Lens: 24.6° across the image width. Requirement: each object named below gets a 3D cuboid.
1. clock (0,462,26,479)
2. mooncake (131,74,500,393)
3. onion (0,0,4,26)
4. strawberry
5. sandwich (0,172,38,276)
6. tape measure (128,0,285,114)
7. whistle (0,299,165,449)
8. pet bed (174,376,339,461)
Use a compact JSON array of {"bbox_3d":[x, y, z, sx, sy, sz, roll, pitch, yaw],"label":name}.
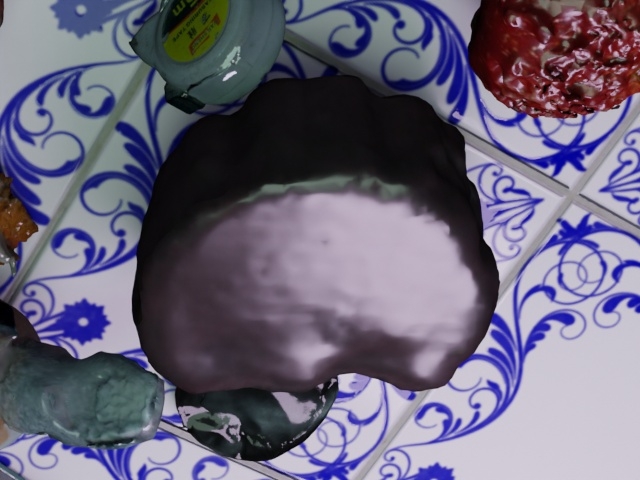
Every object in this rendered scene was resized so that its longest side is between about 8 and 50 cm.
[{"bbox_3d":[-0.460,0.359,1.736,0.262,0.116,0.231,40,96,-23],"label":"clock"},{"bbox_3d":[0.000,0.000,1.549,0.381,0.212,0.351,14,133,-19],"label":"mooncake"},{"bbox_3d":[-0.448,-0.240,1.416,0.272,0.195,0.272,-30,145,-23],"label":"onion"},{"bbox_3d":[0.274,-0.231,1.442,0.220,0.274,0.274,35,113,13],"label":"strawberry"},{"bbox_3d":[-0.399,-0.035,1.554,0.159,0.109,0.185,-12,119,1],"label":"sandwich"},{"bbox_3d":[-0.051,-0.269,1.456,0.330,0.164,0.084,-45,146,18],"label":"tape measure"},{"bbox_3d":[-0.323,0.164,1.601,0.347,0.189,0.189,9,120,18],"label":"whistle"},{"bbox_3d":[-0.078,0.177,1.740,0.201,0.053,0.201,-3,118,-7],"label":"pet bed"}]
